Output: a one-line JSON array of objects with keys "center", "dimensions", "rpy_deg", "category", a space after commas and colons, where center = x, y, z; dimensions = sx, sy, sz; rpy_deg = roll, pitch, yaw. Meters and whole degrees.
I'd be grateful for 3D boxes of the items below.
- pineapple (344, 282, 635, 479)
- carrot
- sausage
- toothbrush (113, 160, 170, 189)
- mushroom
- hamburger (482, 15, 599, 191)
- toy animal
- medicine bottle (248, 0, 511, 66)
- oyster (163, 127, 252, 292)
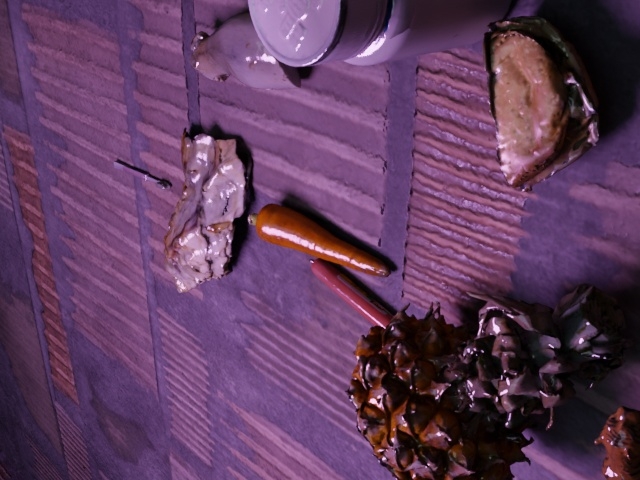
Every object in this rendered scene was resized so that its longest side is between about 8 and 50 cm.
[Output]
[{"center": [0.206, 0.137, 0.817], "dimensions": [0.271, 0.262, 0.262], "rpy_deg": [-42, 76, 38], "category": "pineapple"}, {"center": [0.000, 0.000, 1.099], "dimensions": [0.256, 0.061, 0.061], "rpy_deg": [20, 123, 29], "category": "carrot"}, {"center": [0.060, 0.089, 1.085], "dimensions": [0.223, 0.029, 0.029], "rpy_deg": [39, 134, 30], "category": "sausage"}, {"center": [-0.349, -0.127, 1.457], "dimensions": [0.194, 0.017, 0.014], "rpy_deg": [25, 120, 43], "category": "toothbrush"}, {"center": [-0.116, -0.265, 1.060], "dimensions": [0.225, 0.093, 0.116], "rpy_deg": [13, 139, 40], "category": "mushroom"}, {"center": [0.230, -0.138, 0.740], "dimensions": [0.102, 0.087, 0.176], "rpy_deg": [-3, 100, 38], "category": "hamburger"}, {"center": [0.334, 0.272, 0.808], "dimensions": [0.056, 0.099, 0.241], "rpy_deg": [15, 118, 45], "category": "toy animal"}, {"center": [0.065, -0.246, 0.729], "dimensions": [0.143, 0.258, 0.143], "rpy_deg": [24, 125, 40], "category": "medicine bottle"}, {"center": [-0.219, -0.030, 1.289], "dimensions": [0.201, 0.107, 0.355], "rpy_deg": [42, 136, 32], "category": "oyster"}]
